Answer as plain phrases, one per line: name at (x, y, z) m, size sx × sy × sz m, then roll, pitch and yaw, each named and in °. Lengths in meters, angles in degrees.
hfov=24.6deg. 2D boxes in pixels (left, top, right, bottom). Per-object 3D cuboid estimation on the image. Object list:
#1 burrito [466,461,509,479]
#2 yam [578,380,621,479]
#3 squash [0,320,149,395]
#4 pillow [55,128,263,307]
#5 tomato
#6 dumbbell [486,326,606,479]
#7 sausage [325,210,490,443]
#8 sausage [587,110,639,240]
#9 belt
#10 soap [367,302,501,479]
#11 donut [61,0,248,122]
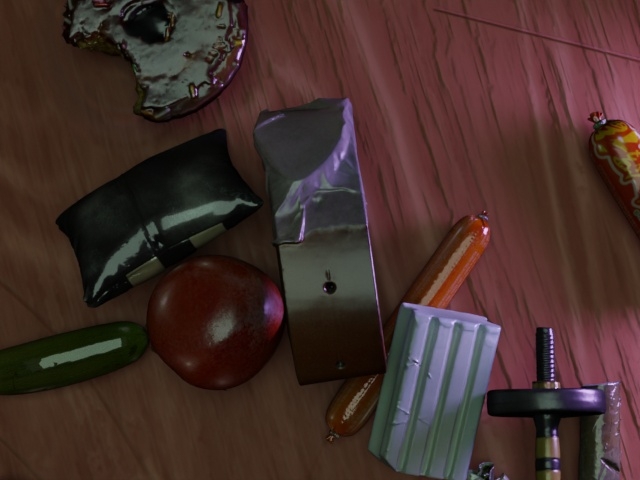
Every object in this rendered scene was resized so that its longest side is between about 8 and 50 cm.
burrito at (0.214, 0.332, 1.811) m, size 0.074 × 0.044 × 0.118 m, roll -8°, pitch 87°, yaw -6°
yam at (0.345, 0.239, 1.810) m, size 0.054 × 0.054 × 0.132 m, roll 2°, pitch 84°, yaw 2°
squash at (-0.335, 0.153, 1.831) m, size 0.252 × 0.066 × 0.066 m, roll -14°, pitch 85°, yaw 2°
pillow at (-0.201, -0.035, 1.804) m, size 0.250 × 0.106 × 0.186 m, roll -31°, pitch 40°, yaw -1°
tomato at (-0.120, 0.098, 1.782) m, size 0.167 × 0.167 × 0.167 m, roll 0°, pitch 85°, yaw 2°
dumbbell at (0.269, 0.265, 1.740) m, size 0.143 × 0.143 × 0.326 m, roll -1°, pitch 81°, yaw 2°
sausage at (0.109, 0.107, 1.827) m, size 0.053 × 0.053 × 0.348 m, roll 35°, pitch 87°, yaw 4°
sausage at (0.407, -0.047, 1.822) m, size 0.083 × 0.083 × 0.264 m, roll -31°, pitch 84°, yaw -1°
belt at (0.000, 0.000, 1.756) m, size 0.122 × 0.217 × 0.339 m, roll -8°, pitch 76°, yaw 2°
soap at (0.137, 0.185, 1.785) m, size 0.119 × 0.066 × 0.198 m, roll 11°, pitch 95°, yaw -17°
donut at (-0.201, -0.266, 1.846) m, size 0.230 × 0.096 × 0.216 m, roll 34°, pitch 85°, yaw 4°
